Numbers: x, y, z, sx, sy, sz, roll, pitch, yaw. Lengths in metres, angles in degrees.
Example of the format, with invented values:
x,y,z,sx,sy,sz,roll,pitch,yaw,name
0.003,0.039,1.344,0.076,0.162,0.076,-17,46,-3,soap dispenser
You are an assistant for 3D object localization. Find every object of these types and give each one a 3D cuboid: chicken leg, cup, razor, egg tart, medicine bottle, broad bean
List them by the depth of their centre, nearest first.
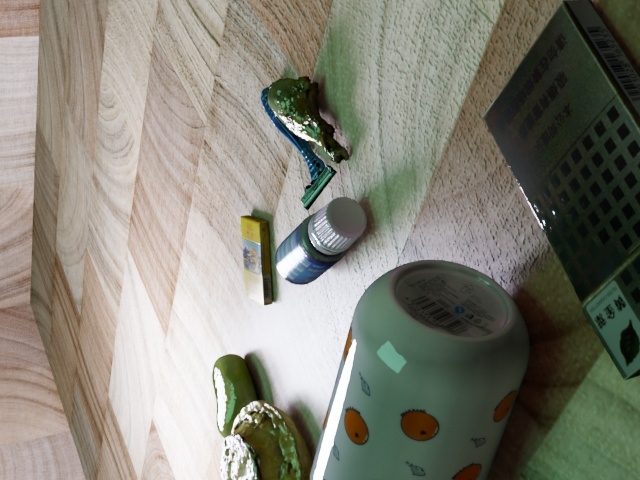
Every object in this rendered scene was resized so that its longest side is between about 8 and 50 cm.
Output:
x,y,z,sx,sy,sz,roll,pitch,yaw,name
0.115,0.192,1.119,0.212,0.212,0.317,52,141,44,cup
-0.014,-0.185,1.425,0.178,0.070,0.093,55,138,29,chicken leg
0.000,0.000,1.428,0.203,0.083,0.083,-46,58,59,medicine bottle
-0.040,-0.159,1.503,0.082,0.042,0.253,-53,47,28,razor
-0.110,0.409,1.710,0.241,0.106,0.241,7,99,50,egg tart
-0.170,0.310,1.861,0.124,0.082,0.174,-30,72,60,broad bean

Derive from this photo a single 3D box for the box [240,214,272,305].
x,y,z,sx,sy,sz,roll,pitch,yaw,name
-0.117,0.035,1.738,0.087,0.023,0.155,-159,64,-63,box

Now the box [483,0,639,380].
x,y,z,sx,sy,sz,roll,pitch,yaw,name
0.276,-0.051,0.911,0.324,0.047,0.180,68,151,26,box
